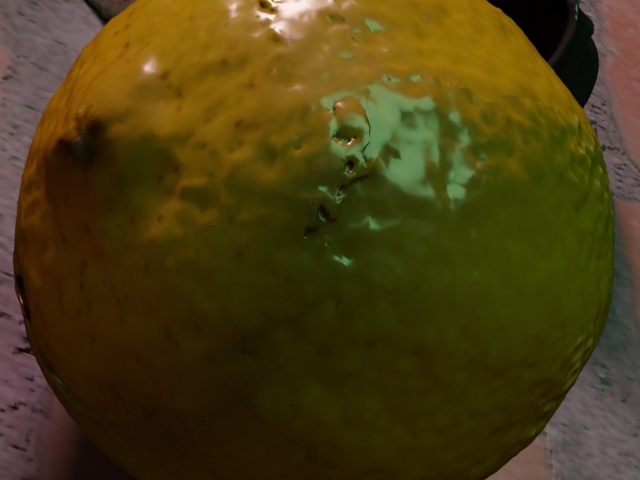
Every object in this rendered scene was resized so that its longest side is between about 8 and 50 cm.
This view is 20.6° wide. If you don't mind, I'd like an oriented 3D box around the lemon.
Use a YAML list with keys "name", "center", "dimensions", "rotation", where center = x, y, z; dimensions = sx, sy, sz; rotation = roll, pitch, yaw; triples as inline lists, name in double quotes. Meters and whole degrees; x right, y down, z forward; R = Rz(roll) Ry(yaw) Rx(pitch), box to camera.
- name: "lemon"
  center: [-0.001, 0.000, 0.807]
  dimensions: [0.293, 0.293, 0.293]
  rotation: [21, 43, -21]

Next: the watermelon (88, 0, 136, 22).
- name: "watermelon"
  center: [-0.039, -0.191, 1.092]
  dimensions: [0.257, 0.140, 0.193]
  rotation: [-9, 51, -33]

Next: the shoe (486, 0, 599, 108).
- name: "shoe"
  center: [0.107, -0.125, 1.085]
  dimensions: [0.241, 0.108, 0.093]
  rotation: [29, -7, -41]
